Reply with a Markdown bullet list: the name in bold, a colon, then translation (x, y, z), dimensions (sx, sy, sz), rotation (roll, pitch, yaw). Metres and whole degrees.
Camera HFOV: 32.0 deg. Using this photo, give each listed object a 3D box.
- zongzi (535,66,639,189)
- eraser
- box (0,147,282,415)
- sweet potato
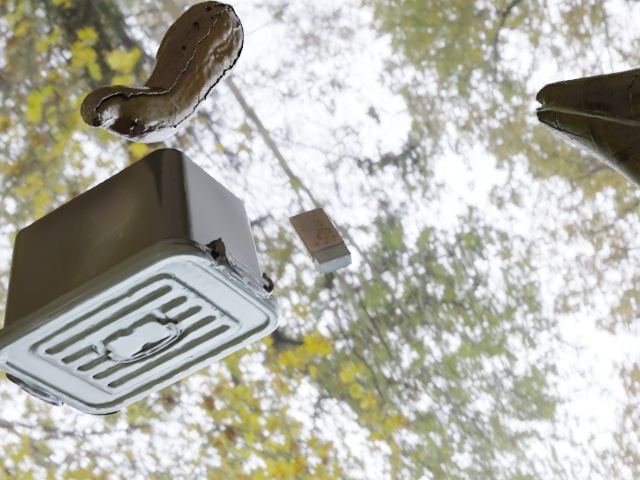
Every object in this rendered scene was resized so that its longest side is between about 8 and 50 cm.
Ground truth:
- **zongzi**: translation (0.205, -0.063, 0.796), dimensions (0.104, 0.052, 0.113), rotation (-6, -93, 43)
- **eraser**: translation (0.000, 0.000, 1.122), dimensions (0.038, 0.019, 0.083), rotation (-17, -141, -15)
- **box**: translation (-0.167, 0.036, 0.990), dimensions (0.243, 0.163, 0.135), rotation (-29, -131, 21)
- **sweet potato**: translation (-0.138, -0.145, 1.014), dimensions (0.062, 0.081, 0.233), rotation (-11, -151, 37)
